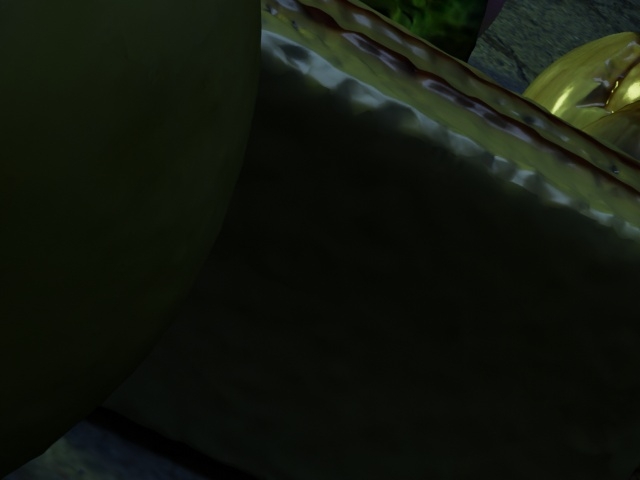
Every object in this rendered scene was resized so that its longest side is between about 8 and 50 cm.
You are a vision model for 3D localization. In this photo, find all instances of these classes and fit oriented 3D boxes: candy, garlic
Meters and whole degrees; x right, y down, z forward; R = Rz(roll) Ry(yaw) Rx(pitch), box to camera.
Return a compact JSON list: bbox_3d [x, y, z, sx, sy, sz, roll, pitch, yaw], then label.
[{"bbox_3d":[0.000,0.000,0.687,0.321,0.179,0.135,29,20,-13],"label":"candy"},{"bbox_3d":[0.189,-0.047,1.091,0.160,0.191,0.214,19,21,38],"label":"garlic"}]

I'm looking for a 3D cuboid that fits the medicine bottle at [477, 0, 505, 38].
[{"bbox_3d":[0.012,-0.237,1.237,0.254,0.152,0.152,14,28,-40],"label":"medicine bottle"}]

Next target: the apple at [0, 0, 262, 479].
[{"bbox_3d":[-0.159,-0.068,0.450,0.292,0.292,0.254,25,39,-20],"label":"apple"}]

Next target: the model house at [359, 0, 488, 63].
[{"bbox_3d":[-0.037,-0.113,0.866,0.189,0.214,0.195,17,27,-12],"label":"model house"}]

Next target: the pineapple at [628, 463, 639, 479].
[{"bbox_3d":[0.180,0.065,0.823,0.074,0.159,0.074,31,20,-13],"label":"pineapple"}]
